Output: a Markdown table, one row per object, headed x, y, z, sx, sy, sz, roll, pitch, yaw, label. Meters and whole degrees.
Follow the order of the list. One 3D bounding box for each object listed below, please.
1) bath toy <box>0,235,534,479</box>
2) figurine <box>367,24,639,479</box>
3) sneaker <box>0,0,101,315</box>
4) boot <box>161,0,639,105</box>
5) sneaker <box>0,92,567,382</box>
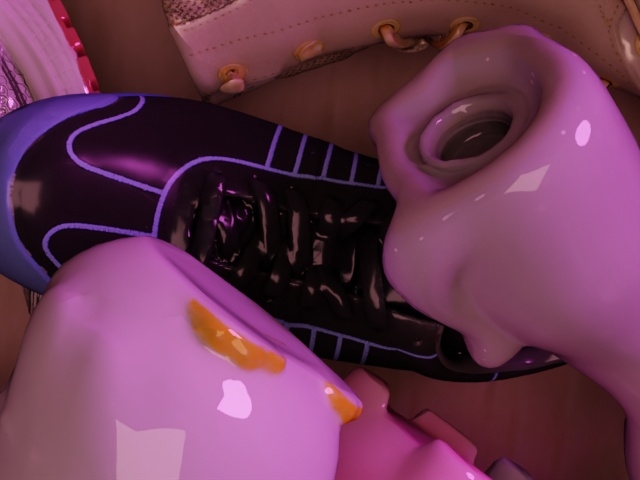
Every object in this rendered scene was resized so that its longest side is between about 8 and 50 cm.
| x | y | z | sx | sy | sz | roll | pitch | yaw | label |
| --- | --- | --- | --- | --- | --- | --- | --- | --- | --- |
| 0.028 | 0.129 | 0.500 | 0.348 | 0.151 | 0.129 | 36 | 93 | -38 | bath toy |
| 0.145 | -0.006 | 0.499 | 0.215 | 0.092 | 0.209 | -41 | 118 | -1 | figurine |
| -0.140 | -0.070 | 0.573 | 0.092 | 0.088 | 0.225 | -25 | 88 | -14 | sneaker |
| 0.055 | -0.081 | 0.576 | 0.203 | 0.095 | 0.262 | -23 | 107 | 8 | boot |
| 0.000 | 0.000 | 0.535 | 0.232 | 0.090 | 0.081 | 10 | 89 | -34 | sneaker |
